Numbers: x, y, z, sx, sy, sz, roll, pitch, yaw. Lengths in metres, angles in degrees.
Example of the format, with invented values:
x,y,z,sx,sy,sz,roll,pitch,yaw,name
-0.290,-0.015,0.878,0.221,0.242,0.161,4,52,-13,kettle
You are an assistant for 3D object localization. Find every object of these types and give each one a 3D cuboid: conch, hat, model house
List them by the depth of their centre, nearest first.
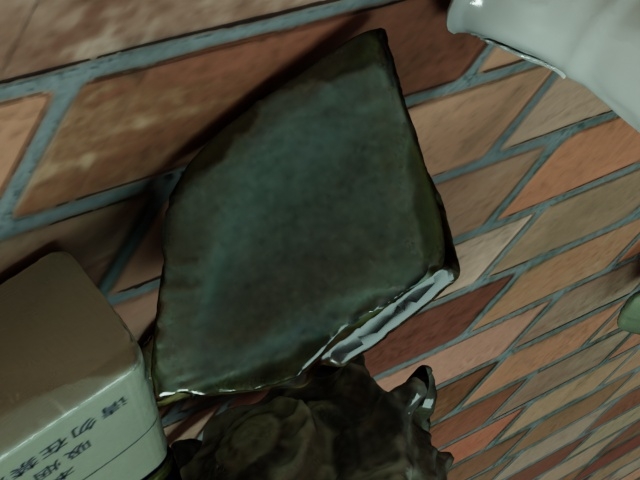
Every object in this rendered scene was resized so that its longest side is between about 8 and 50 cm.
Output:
x,y,z,sx,sy,sz,roll,pitch,yaw,name
0.170,-0.114,0.797,0.203,0.126,0.203,-36,163,-13,hat
-0.006,0.004,0.825,0.165,0.106,0.152,-33,171,4,model house
-0.010,0.153,1.045,0.240,0.186,0.313,-49,171,23,conch

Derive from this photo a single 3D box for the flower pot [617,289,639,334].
x,y,z,sx,sy,sz,roll,pitch,yaw,name
0.455,0.041,1.548,0.367,0.254,0.164,-35,163,-8,flower pot

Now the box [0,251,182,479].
x,y,z,sx,sy,sz,roll,pitch,yaw,name
-0.154,0.113,0.854,0.168,0.071,0.259,-34,162,-11,box

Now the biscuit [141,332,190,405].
x,y,z,sx,sy,sz,roll,pitch,yaw,name
-0.039,0.042,0.979,0.152,0.020,0.152,-32,163,-11,biscuit
